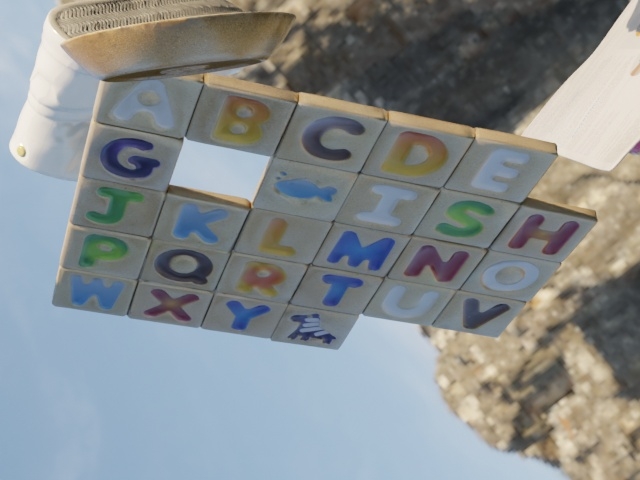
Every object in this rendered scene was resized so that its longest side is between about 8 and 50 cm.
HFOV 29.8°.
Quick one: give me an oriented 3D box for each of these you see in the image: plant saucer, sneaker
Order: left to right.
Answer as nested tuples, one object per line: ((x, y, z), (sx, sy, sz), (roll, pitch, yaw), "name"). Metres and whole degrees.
((-0.176, -0.145, 1.146), (0.108, 0.169, 0.292), (41, -148, 19), "sneaker")
((-0.049, -0.067, 0.424), (0.083, 0.083, 0.015), (-25, -71, -73), "plant saucer")

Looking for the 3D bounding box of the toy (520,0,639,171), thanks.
((0.189, -0.088, 0.661), (0.056, 0.137, 0.237), (39, -174, -3), "toy")

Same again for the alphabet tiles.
((0.000, 0.000, 0.580), (0.237, 0.198, 0.009), (10, -125, -13), "alphabet tiles")
